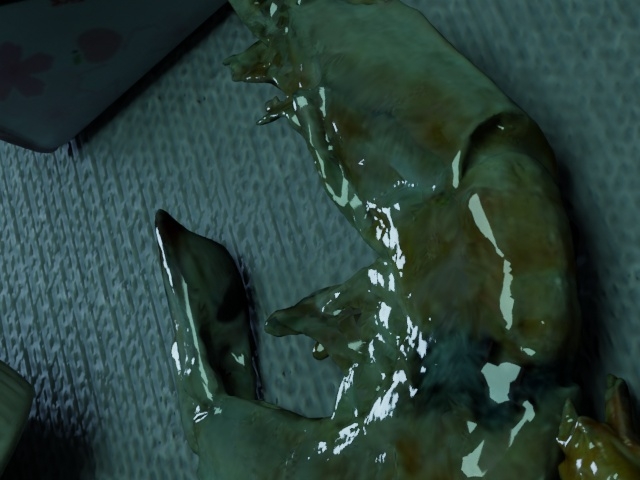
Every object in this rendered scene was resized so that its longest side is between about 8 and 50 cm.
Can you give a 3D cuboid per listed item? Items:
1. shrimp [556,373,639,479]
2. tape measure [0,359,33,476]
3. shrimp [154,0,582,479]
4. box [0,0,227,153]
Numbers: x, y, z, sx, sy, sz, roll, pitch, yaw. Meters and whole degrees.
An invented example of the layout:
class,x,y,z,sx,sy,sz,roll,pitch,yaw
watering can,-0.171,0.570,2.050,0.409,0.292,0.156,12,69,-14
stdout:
class,x,y,z,sx,sy,sz,roll,pitch,yaw
shrimp,0.163,0.104,0.607,0.132,0.052,0.187,-41,53,-3
tape measure,-0.291,0.160,0.866,0.231,0.133,0.271,-13,45,58
shrimp,0.000,0.000,0.776,0.247,0.085,0.360,-44,52,28
box,-0.089,-0.208,0.858,0.369,0.190,0.112,-37,52,26
